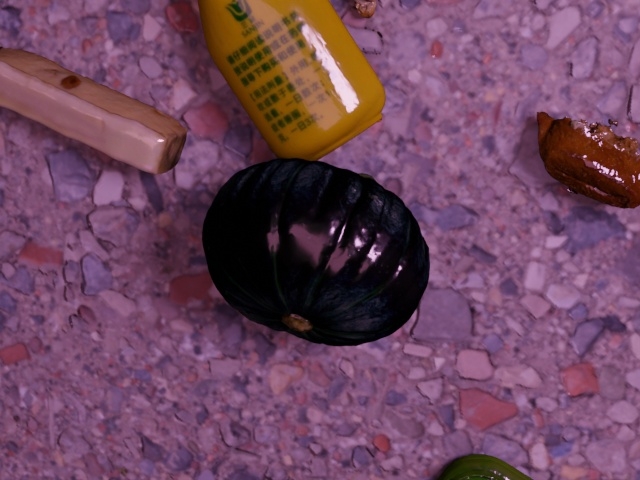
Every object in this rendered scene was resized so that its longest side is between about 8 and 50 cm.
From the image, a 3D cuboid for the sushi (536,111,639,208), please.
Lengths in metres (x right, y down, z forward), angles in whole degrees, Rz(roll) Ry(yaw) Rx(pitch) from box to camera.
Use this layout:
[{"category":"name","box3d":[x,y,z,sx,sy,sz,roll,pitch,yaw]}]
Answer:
[{"category":"sushi","box3d":[0.227,-0.069,0.858,0.118,0.061,0.060,33,70,-5]}]

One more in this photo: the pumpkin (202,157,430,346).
[{"category":"pumpkin","box3d":[-0.005,0.011,0.869,0.194,0.194,0.150,-6,77,14]}]

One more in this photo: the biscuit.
[{"category":"biscuit","box3d":[-0.213,-0.115,0.933,0.188,0.056,0.052,24,110,3]}]

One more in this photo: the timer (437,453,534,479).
[{"category":"timer","box3d":[0.153,0.276,0.984,0.128,0.047,0.140,32,111,1]}]

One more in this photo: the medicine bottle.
[{"category":"medicine bottle","box3d":[-0.063,-0.208,0.860,0.111,0.076,0.309,-30,100,16]}]

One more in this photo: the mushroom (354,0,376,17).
[{"category":"mushroom","box3d":[-0.031,-0.307,0.854,0.028,0.026,0.286,-31,97,3]}]
